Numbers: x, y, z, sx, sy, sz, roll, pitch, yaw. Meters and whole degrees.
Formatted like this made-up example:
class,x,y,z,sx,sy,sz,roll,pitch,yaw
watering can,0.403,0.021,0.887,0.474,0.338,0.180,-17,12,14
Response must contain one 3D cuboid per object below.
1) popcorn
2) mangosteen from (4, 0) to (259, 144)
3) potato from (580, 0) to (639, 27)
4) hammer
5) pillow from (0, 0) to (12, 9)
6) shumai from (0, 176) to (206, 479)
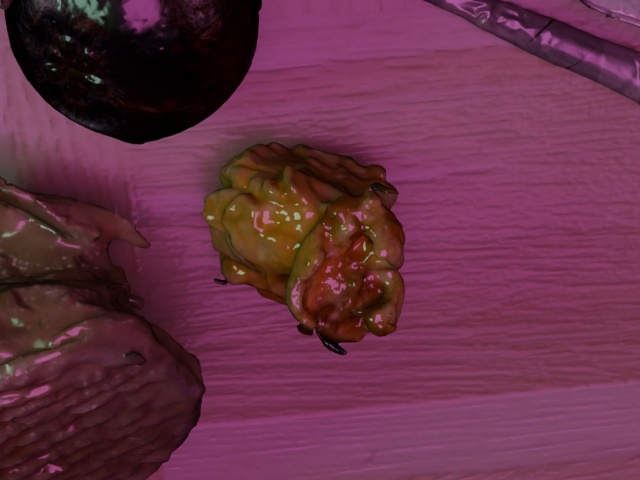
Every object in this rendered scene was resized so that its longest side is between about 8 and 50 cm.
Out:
class,x,y,z,sx,sy,sz,roll,pitch,yaw
popcorn,-0.009,-0.006,1.570,0.168,0.195,0.173,33,102,-19
mangosteen,-0.146,-0.189,1.525,0.216,0.216,0.216,-1,102,-5
potato,0.338,-0.313,1.550,0.300,0.196,0.246,-22,122,27
hammer,0.120,-0.213,1.616,0.427,0.044,0.152,19,101,-9
pillow,-0.336,-0.248,1.486,0.038,0.233,0.130,-52,140,-23
shumai,-0.265,0.085,1.555,0.314,0.262,0.267,-39,141,22
